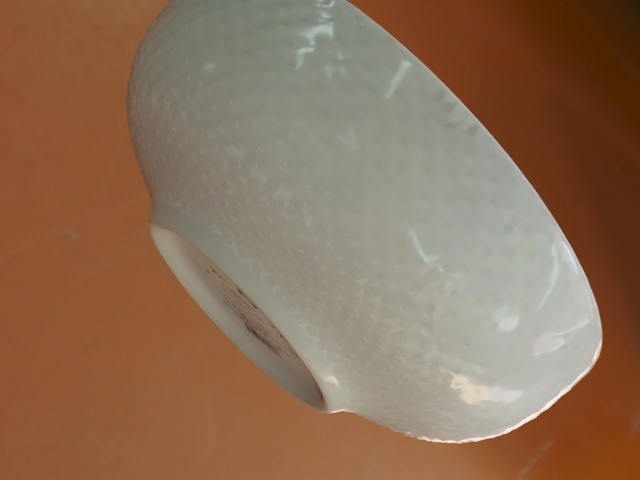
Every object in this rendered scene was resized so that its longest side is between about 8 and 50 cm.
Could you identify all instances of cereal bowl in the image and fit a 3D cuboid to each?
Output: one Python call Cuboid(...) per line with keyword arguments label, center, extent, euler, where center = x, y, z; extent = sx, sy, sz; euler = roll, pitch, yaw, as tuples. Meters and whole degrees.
Cuboid(label="cereal bowl", center=(0.000, 0.000, 1.016), extent=(0.141, 0.339, 0.339), euler=(-43, 92, -14))
